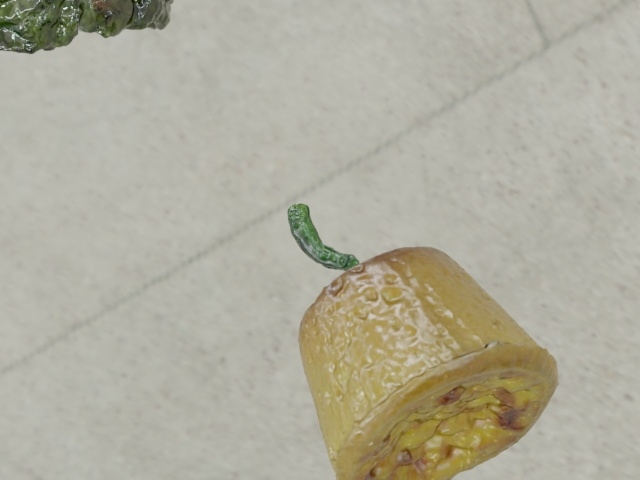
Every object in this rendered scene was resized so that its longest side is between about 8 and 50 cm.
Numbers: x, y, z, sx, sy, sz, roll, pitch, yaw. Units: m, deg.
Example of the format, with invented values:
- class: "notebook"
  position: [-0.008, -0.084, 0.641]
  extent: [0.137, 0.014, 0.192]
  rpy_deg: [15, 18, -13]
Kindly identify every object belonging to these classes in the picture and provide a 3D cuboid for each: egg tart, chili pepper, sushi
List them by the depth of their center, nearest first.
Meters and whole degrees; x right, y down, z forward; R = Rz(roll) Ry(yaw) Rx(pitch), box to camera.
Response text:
- class: "egg tart"
  position: [0.075, 0.098, 1.352]
  extent: [0.202, 0.202, 0.147]
  rpy_deg: [-38, 59, 16]
- class: "sushi"
  position: [-0.306, -0.302, 1.699]
  extent: [0.352, 0.294, 0.178]
  rpy_deg: [14, 111, 35]
- class: "chili pepper"
  position: [-0.003, 0.007, 1.977]
  extent: [0.118, 0.035, 0.055]
  rpy_deg: [46, 144, 29]
